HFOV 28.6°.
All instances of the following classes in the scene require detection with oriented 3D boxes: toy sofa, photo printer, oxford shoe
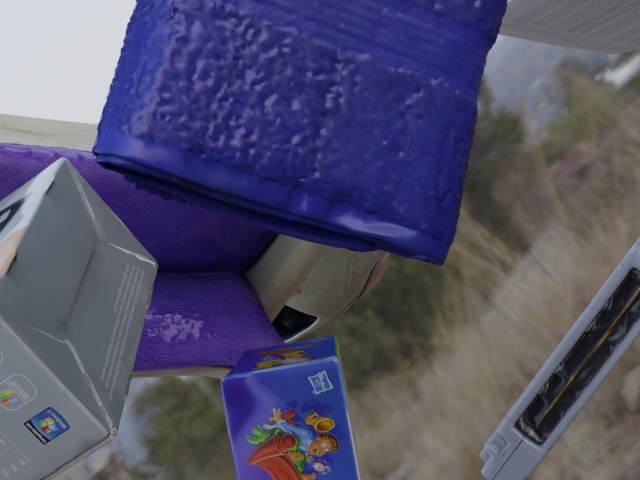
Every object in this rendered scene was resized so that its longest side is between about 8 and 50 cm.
[{"bbox_3d":[-0.160,0.003,0.964,0.363,0.177,0.150,3,-44,-38],"label":"toy sofa"},{"bbox_3d":[0.351,-0.317,1.517,0.308,0.107,0.256,5,-15,-28],"label":"photo printer"},{"bbox_3d":[0.000,0.000,1.288,0.146,0.140,0.397,-48,-18,-22],"label":"oxford shoe"}]

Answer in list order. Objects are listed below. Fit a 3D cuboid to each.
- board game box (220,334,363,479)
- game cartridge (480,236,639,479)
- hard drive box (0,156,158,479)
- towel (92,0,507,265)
[{"bbox_3d":[0.005,0.250,0.896,0.078,0.347,0.233,-10,0,0],"label":"board game box"},{"bbox_3d":[0.264,0.087,1.165,0.297,0.062,0.198,-58,-19,21],"label":"game cartridge"},{"bbox_3d":[-0.210,0.082,0.662,0.232,0.089,0.181,-34,20,14],"label":"hard drive box"},{"bbox_3d":[0.004,-0.153,0.789,0.076,0.228,0.308,163,124,-71],"label":"towel"}]
